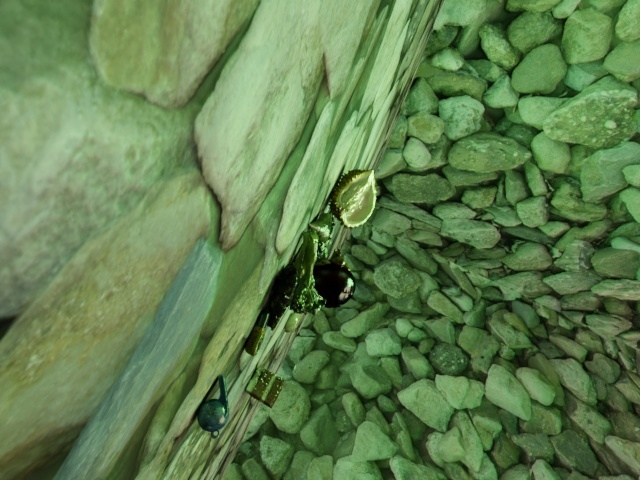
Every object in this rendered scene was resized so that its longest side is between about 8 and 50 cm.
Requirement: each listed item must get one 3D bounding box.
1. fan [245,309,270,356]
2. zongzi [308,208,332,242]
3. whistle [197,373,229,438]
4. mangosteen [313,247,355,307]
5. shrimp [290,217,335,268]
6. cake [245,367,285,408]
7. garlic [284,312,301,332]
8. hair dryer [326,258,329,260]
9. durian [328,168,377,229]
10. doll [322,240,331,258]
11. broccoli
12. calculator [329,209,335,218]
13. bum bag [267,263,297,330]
[{"bbox_3d":[-0.201,0.296,1.325,0.082,0.039,0.155,-6,117,-82],"label":"fan"},{"bbox_3d":[-0.001,-0.085,1.502,0.130,0.062,0.154,47,44,-47],"label":"zongzi"},{"bbox_3d":[-0.288,0.448,1.096,0.090,0.090,0.158,108,-30,-51],"label":"whistle"},{"bbox_3d":[0.039,0.145,1.581,0.194,0.194,0.230,81,10,-79],"label":"mangosteen"},{"bbox_3d":[-0.045,0.056,1.571,0.365,0.071,0.233,-58,168,-8],"label":"shrimp"},{"bbox_3d":[-0.253,0.667,1.862,0.135,0.147,0.134,-61,171,-28],"label":"cake"},{"bbox_3d":[-0.150,0.433,2.224,0.152,0.066,0.084,-60,-160,-11],"label":"garlic"},{"bbox_3d":[-0.018,0.169,2.313,0.206,0.075,0.237,-56,164,-17],"label":"hair dryer"},{"bbox_3d":[0.121,-0.164,1.638,0.249,0.138,0.183,-61,141,-15],"label":"durian"},{"bbox_3d":[0.000,0.000,1.746,0.115,0.077,0.150,4,-104,56],"label":"doll"},{"bbox_3d":[-0.049,0.112,1.423,0.165,0.145,0.304,28,-64,55],"label":"broccoli"},{"bbox_3d":[0.061,-0.113,1.897,0.100,0.032,0.175,-64,174,-3],"label":"calculator"},{"bbox_3d":[-0.129,0.195,1.349,0.102,0.069,0.248,50,-54,47],"label":"bum bag"}]
